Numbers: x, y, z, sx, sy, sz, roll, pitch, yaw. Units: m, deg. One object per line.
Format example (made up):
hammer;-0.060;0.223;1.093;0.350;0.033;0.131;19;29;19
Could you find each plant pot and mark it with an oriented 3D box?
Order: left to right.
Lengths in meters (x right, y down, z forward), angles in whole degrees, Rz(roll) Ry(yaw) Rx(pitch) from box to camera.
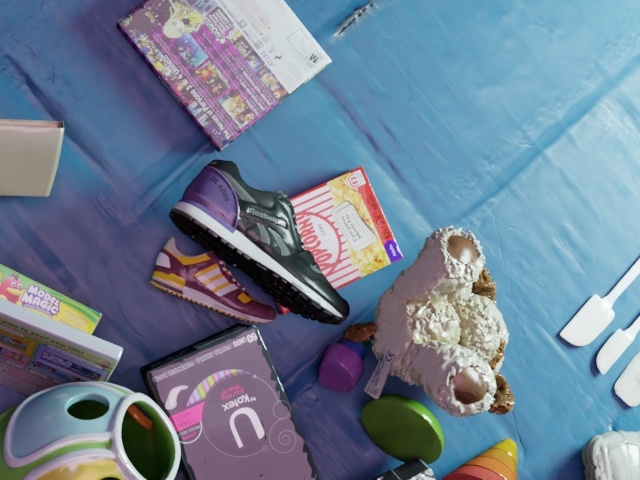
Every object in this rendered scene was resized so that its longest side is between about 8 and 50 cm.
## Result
plant pot;-0.403;-0.111;1.789;0.109;0.109;0.096;2;99;-12

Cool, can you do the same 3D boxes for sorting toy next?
sorting toy;0.159;0.252;1.904;0.365;0.127;0.126;42;51;-4

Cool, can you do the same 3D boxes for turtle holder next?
turtle holder;-0.314;0.304;1.653;0.227;0.320;0.243;-28;88;22

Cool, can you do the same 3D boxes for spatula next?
spatula;0.496;0.113;2.007;0.168;0.019;0.242;44;79;-1

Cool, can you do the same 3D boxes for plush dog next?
plush dog;0.178;0.134;1.855;0.225;0.210;0.262;16;64;-45

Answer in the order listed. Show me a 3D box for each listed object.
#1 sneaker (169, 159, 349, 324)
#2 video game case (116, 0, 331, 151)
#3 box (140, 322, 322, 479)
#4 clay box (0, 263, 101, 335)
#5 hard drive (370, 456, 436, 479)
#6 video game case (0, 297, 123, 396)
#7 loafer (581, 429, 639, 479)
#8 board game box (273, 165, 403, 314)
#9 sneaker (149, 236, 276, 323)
sneaker;-0.057;-0.002;1.808;0.283;0.107;0.124;38;71;-10
video game case;-0.135;-0.279;1.879;0.210;0.042;0.232;-41;95;-11
box;-0.118;0.266;1.807;0.165;0.143;0.270;-24;93;-11
clay box;-0.379;0.090;1.767;0.222;0.127;0.053;27;75;-10
hard drive;0.039;0.480;1.844;0.339;0.064;0.237;-24;105;-11
video game case;-0.381;0.149;1.741;0.212;0.193;0.023;24;54;-9
loafer;0.462;0.436;1.936;0.111;0.112;0.320;-8;89;-4
board game box;0.000;0.000;1.893;0.193;0.045;0.147;-26;93;-11
sneaker;-0.140;0.057;1.850;0.185;0.069;0.084;21;84;-12
